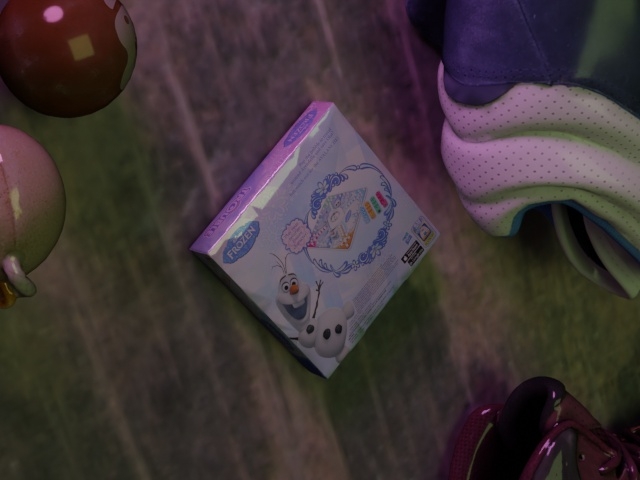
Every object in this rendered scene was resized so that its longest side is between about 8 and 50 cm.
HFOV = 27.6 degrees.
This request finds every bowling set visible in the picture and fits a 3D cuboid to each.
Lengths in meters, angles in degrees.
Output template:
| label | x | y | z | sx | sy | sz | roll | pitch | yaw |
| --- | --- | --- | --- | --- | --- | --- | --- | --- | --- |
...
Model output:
| label | x | y | z | sx | sy | sz | roll | pitch | yaw |
| --- | --- | --- | --- | --- | --- | --- | --- | --- | --- |
| bowling set | -0.133 | -0.066 | 0.407 | 0.200 | 0.154 | 0.287 | -20 | 109 | -29 |

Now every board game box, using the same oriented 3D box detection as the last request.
| label | x | y | z | sx | sy | sz | roll | pitch | yaw |
| --- | --- | --- | --- | --- | --- | --- | --- | --- | --- |
| board game box | 0.000 | 0.000 | 0.588 | 0.090 | 0.020 | 0.090 | -51 | 121 | -16 |

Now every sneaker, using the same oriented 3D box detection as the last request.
| label | x | y | z | sx | sy | sz | roll | pitch | yaw |
| --- | --- | --- | --- | --- | --- | --- | --- | --- | --- |
| sneaker | 0.188 | -0.091 | 0.649 | 0.323 | 0.130 | 0.236 | -2 | 109 | -38 |
| sneaker | 0.171 | 0.116 | 0.674 | 0.281 | 0.106 | 0.162 | -36 | 113 | -23 |
